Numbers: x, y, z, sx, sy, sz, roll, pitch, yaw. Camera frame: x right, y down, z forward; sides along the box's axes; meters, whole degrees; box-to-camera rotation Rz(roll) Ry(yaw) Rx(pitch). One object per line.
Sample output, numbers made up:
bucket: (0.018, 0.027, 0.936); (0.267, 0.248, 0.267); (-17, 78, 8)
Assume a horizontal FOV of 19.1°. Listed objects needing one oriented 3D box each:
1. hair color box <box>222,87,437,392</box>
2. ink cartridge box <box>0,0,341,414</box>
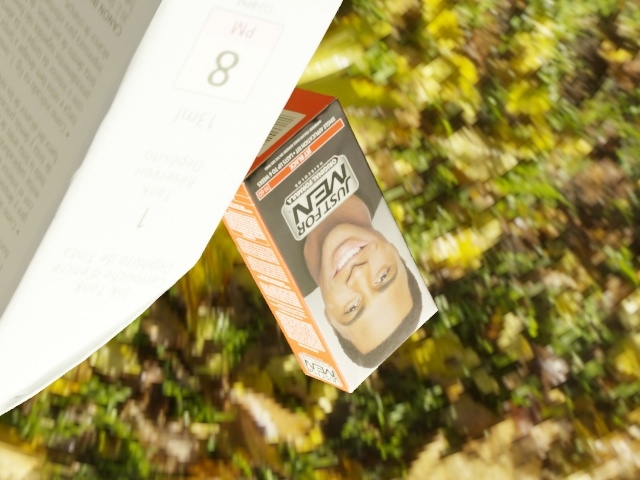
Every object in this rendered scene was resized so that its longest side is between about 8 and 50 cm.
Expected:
hair color box: (0.000, 0.000, 0.965); (0.072, 0.043, 0.141); (-43, 125, -23)
ink cartridge box: (-0.106, -0.027, 0.531); (0.066, 0.189, 0.232); (7, 121, -39)
